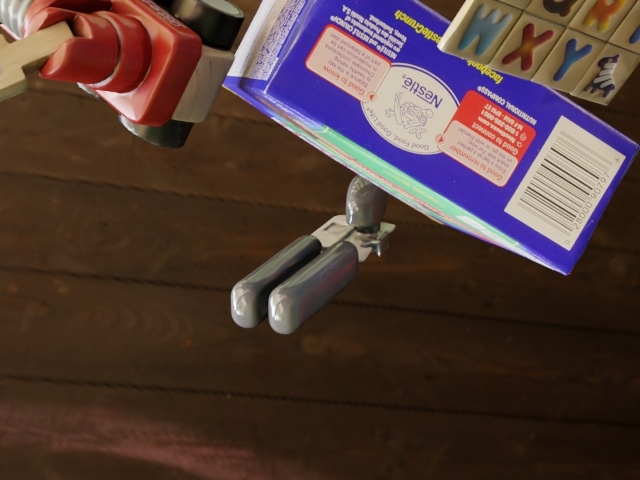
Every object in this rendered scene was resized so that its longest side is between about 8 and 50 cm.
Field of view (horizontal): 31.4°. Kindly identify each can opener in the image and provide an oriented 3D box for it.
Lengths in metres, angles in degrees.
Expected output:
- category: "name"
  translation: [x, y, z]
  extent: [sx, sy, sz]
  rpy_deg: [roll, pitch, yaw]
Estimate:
- category: "can opener"
  translation: [0.000, 0.000, 1.123]
  extent: [0.076, 0.095, 0.283]
  rpy_deg: [8, -161, 21]

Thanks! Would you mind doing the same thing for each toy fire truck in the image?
- category: "toy fire truck"
  translation: [-0.218, -0.155, 0.836]
  extent: [0.217, 0.158, 0.246]
  rpy_deg: [40, -158, 27]

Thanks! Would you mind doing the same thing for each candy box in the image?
- category: "candy box"
  translation: [0.067, -0.106, 0.943]
  extent: [0.268, 0.317, 0.122]
  rpy_deg: [30, -87, -13]

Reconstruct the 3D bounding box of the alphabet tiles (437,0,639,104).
- category: "alphabet tiles"
  translation: [0.205, -0.168, 0.680]
  extent: [0.237, 0.198, 0.009]
  rpy_deg: [9, -145, -39]
